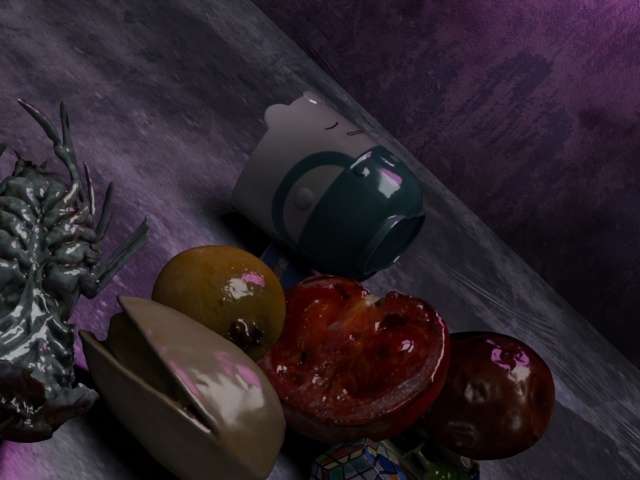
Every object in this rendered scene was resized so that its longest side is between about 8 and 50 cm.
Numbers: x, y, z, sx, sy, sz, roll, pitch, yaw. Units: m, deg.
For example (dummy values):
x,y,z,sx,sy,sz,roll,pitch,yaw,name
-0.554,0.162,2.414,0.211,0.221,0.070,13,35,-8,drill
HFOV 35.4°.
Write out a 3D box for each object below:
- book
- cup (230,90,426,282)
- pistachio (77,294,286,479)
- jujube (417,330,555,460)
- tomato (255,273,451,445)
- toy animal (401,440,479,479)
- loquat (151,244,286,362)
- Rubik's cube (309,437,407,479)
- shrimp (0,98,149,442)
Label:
x,y,z,sx,sy,sz,roll,pitch,yaw,name
0.056,0.189,1.384,0.428,0.039,0.300,42,18,-6,book
0.027,-0.072,1.561,0.257,0.219,0.289,38,17,15,cup
-0.126,0.139,0.931,0.223,0.126,0.152,40,-8,15,pistachio
0.181,0.190,1.280,0.236,0.168,0.168,10,-12,45,jujube
0.036,0.157,1.177,0.233,0.200,0.140,21,-36,30,tomato
0.113,0.286,1.206,0.216,0.041,0.075,-2,58,-46,toy animal
-0.112,0.075,1.102,0.163,0.137,0.163,38,11,-8,loquat
0.040,0.266,1.069,0.111,0.111,0.093,37,44,-22,Rubik's cube
-0.261,0.018,0.897,0.221,0.166,0.411,12,44,-23,shrimp
